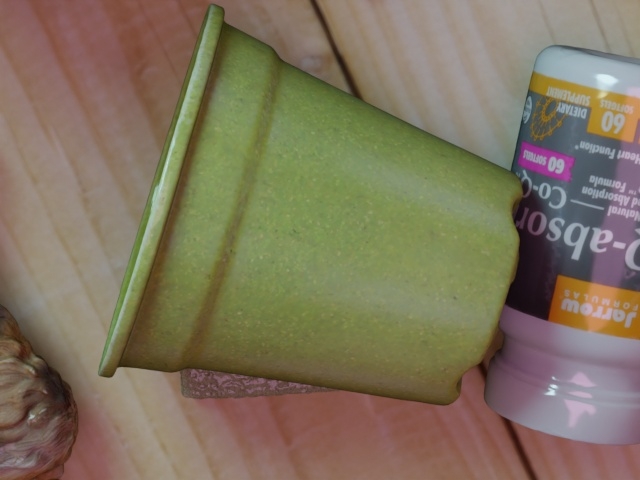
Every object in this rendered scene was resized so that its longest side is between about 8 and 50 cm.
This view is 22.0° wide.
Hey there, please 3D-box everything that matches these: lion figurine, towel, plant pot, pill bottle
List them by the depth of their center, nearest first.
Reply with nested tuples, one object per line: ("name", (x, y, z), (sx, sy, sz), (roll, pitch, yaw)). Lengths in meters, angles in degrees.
("plant pot", (0.000, 0.000, 1.190), (0.253, 0.276, 0.276), (17, 100, -6))
("pill bottle", (0.214, 0.002, 1.244), (0.162, 0.162, 0.279), (10, 100, -2))
("lion figurine", (-0.323, 0.009, 1.254), (0.240, 0.142, 0.392), (-7, 96, -7))
("towel", (-0.044, 0.073, 1.322), (0.148, 0.027, 0.110), (-6, 101, 0))
